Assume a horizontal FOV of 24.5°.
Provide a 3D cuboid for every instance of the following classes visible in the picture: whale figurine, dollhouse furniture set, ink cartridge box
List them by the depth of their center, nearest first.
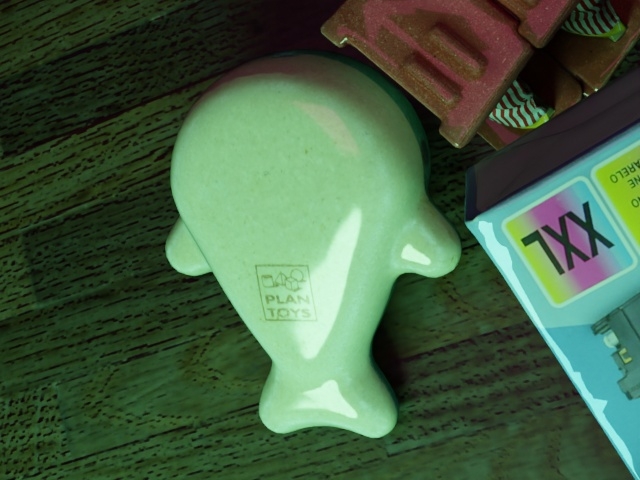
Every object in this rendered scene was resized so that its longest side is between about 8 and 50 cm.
[{"bbox_3d":[0.297,0.067,0.828,0.270,0.151,0.395,-31,101,16],"label":"ink cartridge box"},{"bbox_3d":[0.031,-0.221,0.983,0.374,0.201,0.152,43,100,19],"label":"dollhouse furniture set"},{"bbox_3d":[0.000,0.000,1.028,0.216,0.141,0.272,-2,108,22],"label":"whale figurine"}]
